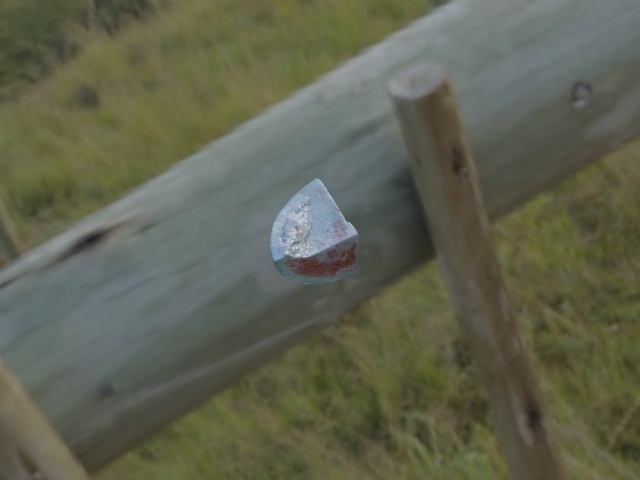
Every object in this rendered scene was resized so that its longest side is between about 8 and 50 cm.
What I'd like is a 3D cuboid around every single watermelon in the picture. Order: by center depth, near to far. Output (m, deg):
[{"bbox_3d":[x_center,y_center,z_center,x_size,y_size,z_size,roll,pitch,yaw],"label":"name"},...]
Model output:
[{"bbox_3d":[0.000,0.000,1.191,0.061,0.085,0.085,-13,31,40],"label":"watermelon"}]
